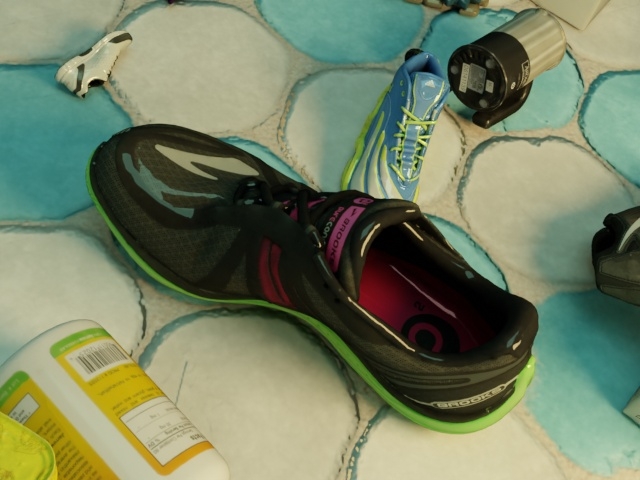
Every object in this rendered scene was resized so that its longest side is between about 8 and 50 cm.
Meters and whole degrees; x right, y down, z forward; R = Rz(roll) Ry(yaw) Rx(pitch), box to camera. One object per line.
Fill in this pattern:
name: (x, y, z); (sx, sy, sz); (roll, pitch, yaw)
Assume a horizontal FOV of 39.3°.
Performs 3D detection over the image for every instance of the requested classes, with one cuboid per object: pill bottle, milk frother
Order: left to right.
pill bottle: (-0.164, 0.195, 0.751); (0.246, 0.136, 0.136); (44, 59, 15)
milk frother: (0.199, -0.225, 1.107); (0.143, 0.129, 0.135); (43, 53, 17)

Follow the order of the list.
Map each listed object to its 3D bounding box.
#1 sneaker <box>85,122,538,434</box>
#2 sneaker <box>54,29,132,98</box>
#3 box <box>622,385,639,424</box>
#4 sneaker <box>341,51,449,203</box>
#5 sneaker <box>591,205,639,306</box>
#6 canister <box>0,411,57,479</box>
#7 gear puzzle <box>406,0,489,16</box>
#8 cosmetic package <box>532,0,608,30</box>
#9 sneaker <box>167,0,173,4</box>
sneaker: (0.000, 0.000, 0.871); (0.483, 0.202, 0.185); (27, 56, 5)
sneaker: (-0.257, -0.205, 1.046); (0.044, 0.040, 0.109); (45, 62, -3)
box: (0.432, 0.120, 0.906); (0.119, 0.181, 0.182); (40, 59, 14)
sneaker: (0.086, -0.120, 1.013); (0.091, 0.126, 0.240); (16, 56, -2)
sneaker: (0.385, -0.005, 1.018); (0.135, 0.097, 0.276); (2, 25, 33)
canister: (-0.265, 0.210, 0.688); (0.126, 0.169, 0.073); (25, 40, 13)
gear puzzle: (0.170, -0.466, 1.298); (0.176, 0.044, 0.338); (13, 56, -5)
cosmetic package: (0.367, -0.425, 1.234); (0.151, 0.183, 0.151); (38, 59, 12)
sneaker: (-0.120, -0.374, 1.171); (0.224, 0.083, 0.098); (-25, 88, -21)
